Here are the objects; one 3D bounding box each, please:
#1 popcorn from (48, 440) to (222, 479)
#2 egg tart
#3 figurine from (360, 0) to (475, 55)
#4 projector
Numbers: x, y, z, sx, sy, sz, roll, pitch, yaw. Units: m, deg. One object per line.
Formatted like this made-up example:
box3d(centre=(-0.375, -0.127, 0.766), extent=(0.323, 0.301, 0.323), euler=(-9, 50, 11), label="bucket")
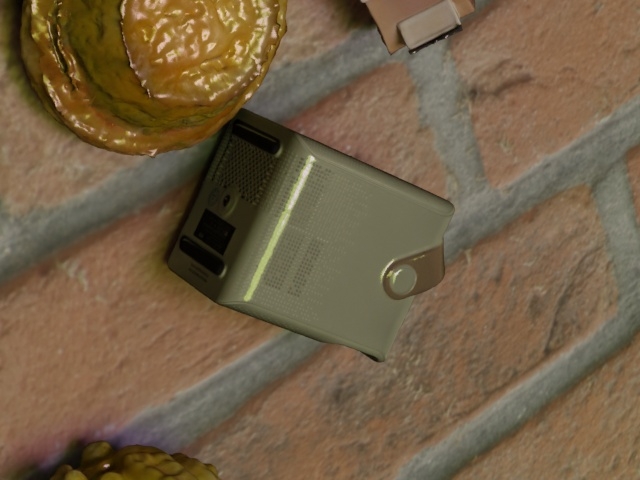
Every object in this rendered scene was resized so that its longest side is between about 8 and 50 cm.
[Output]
box3d(centre=(-0.173, 0.313, 1.512), extent=(0.249, 0.225, 0.249), euler=(-16, 115, -36), label="popcorn")
box3d(centre=(-0.129, -0.208, 1.420), extent=(0.288, 0.118, 0.288), euler=(-10, 108, -33), label="egg tart")
box3d(centre=(0.058, -0.295, 1.508), extent=(0.162, 0.141, 0.237), euler=(-27, 117, 14), label="figurine")
box3d(centre=(0.000, 0.000, 1.554), extent=(0.242, 0.163, 0.177), euler=(21, 96, -36), label="projector")
